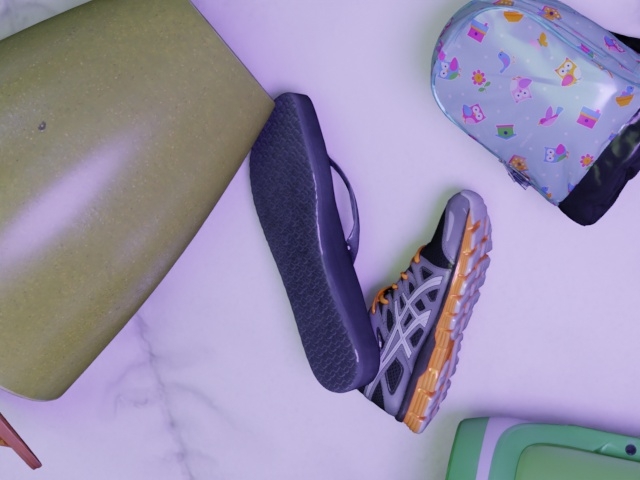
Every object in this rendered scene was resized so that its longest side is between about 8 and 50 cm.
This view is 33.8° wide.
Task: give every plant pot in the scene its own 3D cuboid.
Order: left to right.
[{"bbox_3d":[-0.192,-0.070,0.853,0.293,0.275,0.275,-40,90,3],"label":"plant pot"}]

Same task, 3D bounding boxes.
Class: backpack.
[{"bbox_3d":[0.173,-0.114,0.797,0.182,0.115,0.152,39,112,7],"label":"backpack"}]

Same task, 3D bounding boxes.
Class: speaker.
[{"bbox_3d":[0.250,0.225,0.849,0.296,0.131,0.131,9,105,14],"label":"speaker"}]

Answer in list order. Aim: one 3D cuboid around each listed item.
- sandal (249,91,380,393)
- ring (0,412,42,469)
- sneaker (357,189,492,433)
[{"bbox_3d":[0.000,0.001,0.897,0.097,0.054,0.255,-13,90,54],"label":"sandal"},{"bbox_3d":[-0.356,0.073,0.901,0.032,0.336,0.336,-39,90,-18],"label":"ring"},{"bbox_3d":[0.083,0.056,0.882,0.083,0.084,0.215,23,107,19],"label":"sneaker"}]
